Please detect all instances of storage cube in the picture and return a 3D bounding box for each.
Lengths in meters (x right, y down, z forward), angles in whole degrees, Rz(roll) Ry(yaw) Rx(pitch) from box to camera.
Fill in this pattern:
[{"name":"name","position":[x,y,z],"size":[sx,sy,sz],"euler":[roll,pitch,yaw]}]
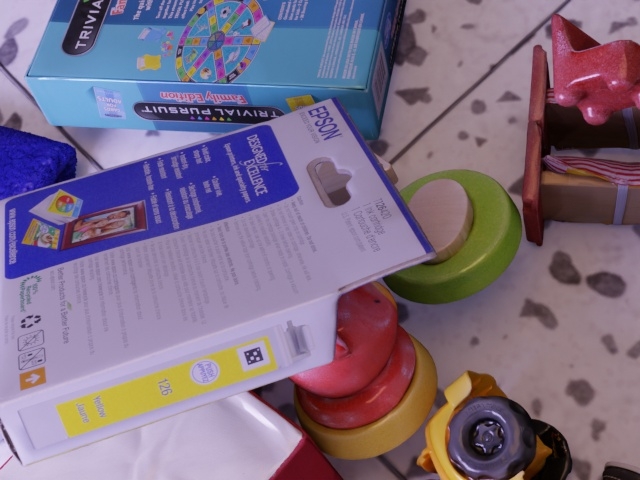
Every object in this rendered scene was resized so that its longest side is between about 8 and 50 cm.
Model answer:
[{"name":"storage cube","position":[-0.110,0.201,1.014],"size":[0.215,0.193,0.183],"euler":[34,77,24]}]

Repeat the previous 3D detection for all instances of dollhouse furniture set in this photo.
[{"name":"dollhouse furniture set","position":[0.259,-0.118,0.980],"size":[0.201,0.374,0.152],"euler":[3,71,12]}]

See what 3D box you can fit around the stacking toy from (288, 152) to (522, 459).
[{"name":"stacking toy","position":[0.000,0.000,1.066],"size":[0.309,0.130,0.279],"euler":[25,68,41]}]

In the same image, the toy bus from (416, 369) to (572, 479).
[{"name":"toy bus","position":[0.123,0.244,0.985],"size":[0.211,0.149,0.220],"euler":[-39,61,11]}]

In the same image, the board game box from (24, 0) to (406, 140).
[{"name":"board game box","position":[-0.090,-0.226,1.248],"size":[0.336,0.079,0.253],"euler":[4,57,14]}]

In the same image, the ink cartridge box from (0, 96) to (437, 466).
[{"name":"ink cartridge box","position":[-0.093,0.013,0.961],"size":[0.307,0.072,0.303],"euler":[-16,29,-5]}]

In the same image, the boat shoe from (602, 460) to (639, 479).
[{"name":"boat shoe","position":[0.277,0.221,1.004],"size":[0.125,0.046,0.038],"euler":[31,71,14]}]

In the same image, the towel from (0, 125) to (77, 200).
[{"name":"towel","position":[-0.415,-0.034,1.252],"size":[0.308,0.076,0.227],"euler":[14,71,18]}]

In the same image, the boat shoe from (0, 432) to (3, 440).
[{"name":"boat shoe","position":[-0.422,0.156,1.151],"size":[0.306,0.105,0.113],"euler":[-10,64,8]}]
